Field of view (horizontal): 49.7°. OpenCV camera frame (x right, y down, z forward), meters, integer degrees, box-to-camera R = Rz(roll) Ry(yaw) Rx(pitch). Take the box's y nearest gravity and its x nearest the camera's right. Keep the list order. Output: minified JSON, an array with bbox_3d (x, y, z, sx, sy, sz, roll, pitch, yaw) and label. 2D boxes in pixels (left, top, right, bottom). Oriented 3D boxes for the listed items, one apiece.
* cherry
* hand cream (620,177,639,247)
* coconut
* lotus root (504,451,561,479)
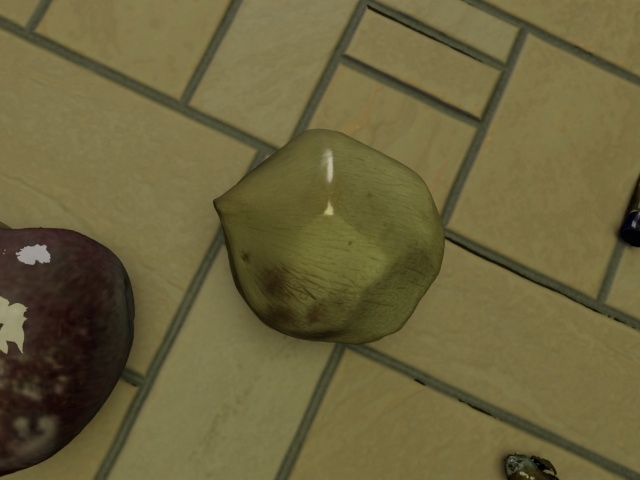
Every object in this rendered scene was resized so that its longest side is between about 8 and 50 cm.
[{"bbox_3d":[-0.280,0.080,0.629,0.213,0.183,0.266,0,83,3],"label":"cherry"},{"bbox_3d":[0.403,-0.062,0.804,0.062,0.039,0.163,39,73,3],"label":"hand cream"},{"bbox_3d":[0.000,0.000,0.666,0.224,0.224,0.224,1,81,-6],"label":"coconut"},{"bbox_3d":[0.233,0.299,0.704,0.088,0.088,0.165,-5,72,-7],"label":"lotus root"}]
